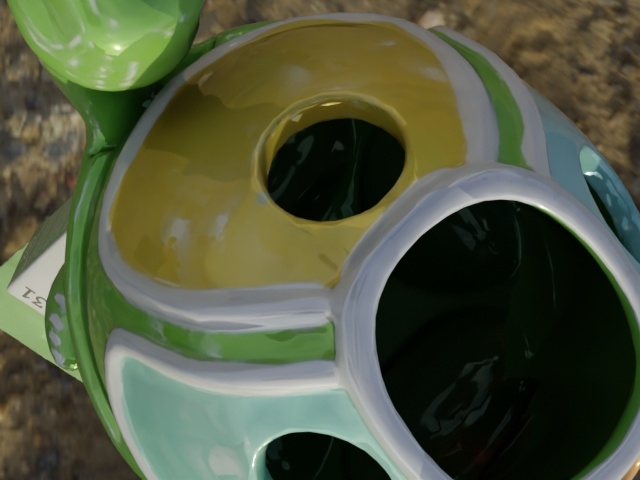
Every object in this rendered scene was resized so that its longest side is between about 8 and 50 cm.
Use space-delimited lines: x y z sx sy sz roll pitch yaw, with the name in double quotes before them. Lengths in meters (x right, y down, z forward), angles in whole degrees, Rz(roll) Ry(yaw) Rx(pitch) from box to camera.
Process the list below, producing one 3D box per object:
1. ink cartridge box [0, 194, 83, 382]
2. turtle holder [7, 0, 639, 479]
"ink cartridge box" -0.089 0.053 0.866 0.171 0.056 0.235 36 138 -16
"turtle holder" 0.018 0.000 0.670 0.243 0.227 0.320 -18 101 -19
